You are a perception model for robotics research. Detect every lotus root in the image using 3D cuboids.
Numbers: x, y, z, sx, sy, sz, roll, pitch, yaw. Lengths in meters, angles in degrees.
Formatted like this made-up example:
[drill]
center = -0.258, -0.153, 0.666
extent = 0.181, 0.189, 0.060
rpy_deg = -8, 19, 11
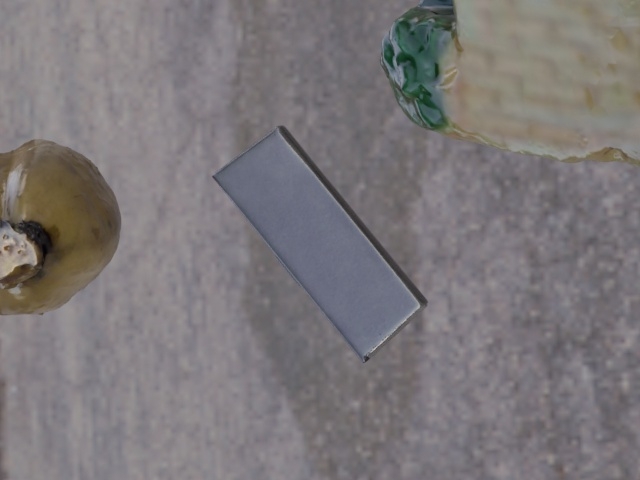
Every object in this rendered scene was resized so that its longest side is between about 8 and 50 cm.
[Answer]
[lotus root]
center = -0.248, -0.005, 1.319
extent = 0.140, 0.154, 0.257
rpy_deg = 62, -177, -13

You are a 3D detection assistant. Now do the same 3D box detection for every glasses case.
[glasses case]
center = 0.001, 0.001, 1.233
extent = 0.190, 0.072, 0.042
rpy_deg = 51, 180, 5

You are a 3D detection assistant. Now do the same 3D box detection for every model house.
[model house]
center = 0.220, -0.294, 1.171
extent = 0.382, 0.334, 0.342
rpy_deg = -54, -35, -41
